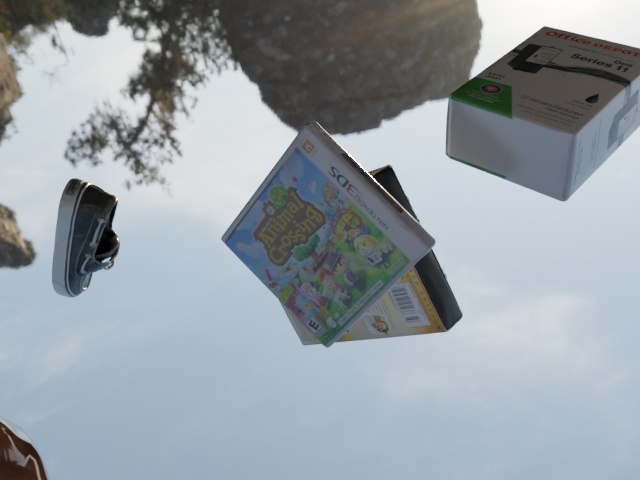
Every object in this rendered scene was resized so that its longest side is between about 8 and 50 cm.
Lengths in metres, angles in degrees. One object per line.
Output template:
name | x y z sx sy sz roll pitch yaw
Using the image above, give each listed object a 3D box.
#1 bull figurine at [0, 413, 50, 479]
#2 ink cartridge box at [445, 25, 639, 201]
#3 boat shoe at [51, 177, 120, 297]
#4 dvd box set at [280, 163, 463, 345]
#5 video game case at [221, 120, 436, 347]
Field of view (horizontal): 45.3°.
bull figurine | -0.216 0.116 0.309 0.188 0.310 0.101 41 -85 27
ink cartridge box | 0.261 -0.151 0.858 0.153 0.087 0.208 26 -131 33
boat shoe | -0.299 0.012 0.988 0.070 0.219 0.078 19 -129 -5
dvd box set | 0.041 0.046 1.461 0.062 0.308 0.420 -35 -168 -38
video game case | 0.000 0.000 0.894 0.212 0.193 0.023 -49 173 37
